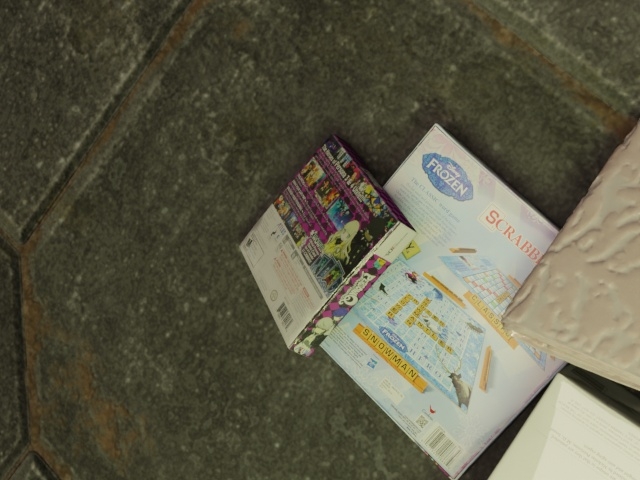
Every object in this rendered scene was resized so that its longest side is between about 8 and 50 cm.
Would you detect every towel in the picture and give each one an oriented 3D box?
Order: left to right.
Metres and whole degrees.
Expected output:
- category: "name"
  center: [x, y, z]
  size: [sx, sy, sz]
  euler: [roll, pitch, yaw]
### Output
- category: "towel"
  center: [0.390, 0.010, 1.007]
  size: [0.331, 0.053, 0.317]
  euler: [-53, 38, -11]

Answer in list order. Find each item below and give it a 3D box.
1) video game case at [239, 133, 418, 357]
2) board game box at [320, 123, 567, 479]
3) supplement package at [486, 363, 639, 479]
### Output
- category: "video game case"
  center: [0.000, 0.000, 1.233]
  size: [0.210, 0.042, 0.232]
  euler: [-50, 36, 14]
- category: "board game box"
  center: [0.164, 0.076, 1.216]
  size: [0.319, 0.066, 0.318]
  euler: [45, 105, 17]
- category: "supplement package"
  center: [0.278, 0.309, 1.105]
  size: [0.175, 0.177, 0.292]
  euler: [34, 101, 19]
